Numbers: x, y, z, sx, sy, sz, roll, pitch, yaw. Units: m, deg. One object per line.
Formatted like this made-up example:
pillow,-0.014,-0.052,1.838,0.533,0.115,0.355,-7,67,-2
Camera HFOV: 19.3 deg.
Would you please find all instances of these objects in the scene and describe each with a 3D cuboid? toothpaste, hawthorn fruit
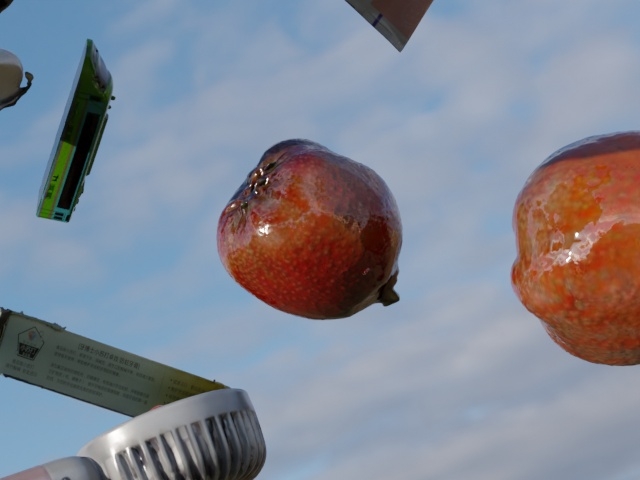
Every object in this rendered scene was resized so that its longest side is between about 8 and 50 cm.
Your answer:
toothpaste,-0.227,0.130,1.839,0.089,0.071,0.313,12,-8,44
hawthorn fruit,0.302,0.003,1.647,0.262,0.210,0.210,-4,-10,21
hawthorn fruit,0.000,0.000,1.793,0.188,0.169,0.169,42,-47,-23
toothpaste,0.100,-0.249,1.533,0.194,0.067,0.043,-53,25,-9

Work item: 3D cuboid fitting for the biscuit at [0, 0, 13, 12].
biscuit,-0.261,-0.302,1.402,0.407,0.407,0.091,-26,-50,33

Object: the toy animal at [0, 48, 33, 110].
toy animal,-0.415,-0.181,1.679,0.174,0.289,0.249,-47,-57,-2

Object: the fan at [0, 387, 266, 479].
fan,-0.153,0.165,1.296,0.244,0.074,0.130,-16,-15,-25

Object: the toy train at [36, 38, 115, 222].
toy train,-0.235,-0.107,1.853,0.042,0.044,0.209,13,-49,-14
